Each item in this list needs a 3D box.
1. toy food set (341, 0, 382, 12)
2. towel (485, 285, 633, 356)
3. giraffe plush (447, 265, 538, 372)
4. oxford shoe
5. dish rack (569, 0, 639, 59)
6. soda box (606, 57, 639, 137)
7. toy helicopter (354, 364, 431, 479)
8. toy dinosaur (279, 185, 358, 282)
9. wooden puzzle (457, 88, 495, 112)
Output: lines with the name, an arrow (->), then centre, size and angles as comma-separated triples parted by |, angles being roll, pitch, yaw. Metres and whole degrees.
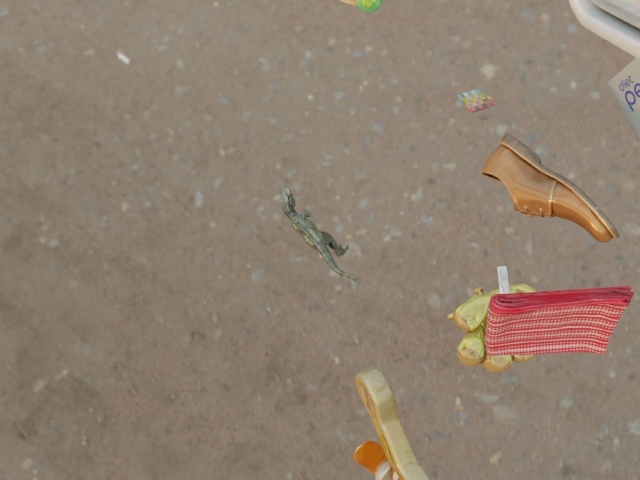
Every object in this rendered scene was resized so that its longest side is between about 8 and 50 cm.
toy food set -> 0.037, -0.234, 0.788 | 0.082, 0.083, 0.020 | 30, 20, -14
towel -> 0.348, 0.129, 1.430 | 0.198, 0.275, 0.031 | -3, 67, 7
giraffe plush -> 0.344, 0.162, 1.978 | 0.181, 0.170, 0.210 | 12, 83, -8
oxford shoe -> 0.303, -0.054, 1.273 | 0.076, 0.076, 0.212 | -49, 58, 3
dish rack -> 0.307, -0.339, 0.892 | 0.072, 0.333, 0.285 | -17, 30, -7
soda box -> 0.500, -0.242, 1.250 | 0.091, 0.286, 0.098 | -24, 81, -20
toy helicopter -> 0.132, 0.357, 1.522 | 0.140, 0.355, 0.235 | -23, 12, -12
toy dinosaur -> 0.000, 0.000, 2.084 | 0.064, 0.118, 0.268 | -44, 75, 10
wooden puzzle -> 0.309, -0.280, 1.915 | 0.083, 0.006, 0.049 | -20, 61, -26
